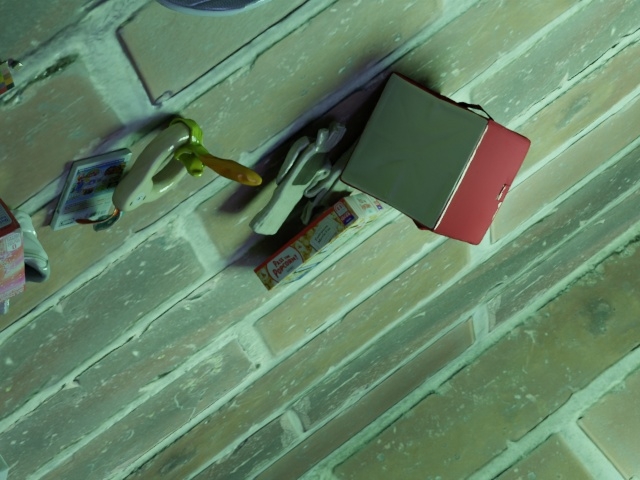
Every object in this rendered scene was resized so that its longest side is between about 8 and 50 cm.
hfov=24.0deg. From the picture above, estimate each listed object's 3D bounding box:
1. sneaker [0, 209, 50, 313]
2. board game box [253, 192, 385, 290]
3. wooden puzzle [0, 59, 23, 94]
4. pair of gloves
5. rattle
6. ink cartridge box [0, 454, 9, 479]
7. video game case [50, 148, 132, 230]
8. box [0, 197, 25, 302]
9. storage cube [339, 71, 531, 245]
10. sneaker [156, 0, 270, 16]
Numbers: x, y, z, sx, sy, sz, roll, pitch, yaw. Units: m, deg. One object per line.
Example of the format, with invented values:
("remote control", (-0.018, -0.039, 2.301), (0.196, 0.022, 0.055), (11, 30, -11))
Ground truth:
("sneaker", (-0.430, 0.050, 1.823), (0.232, 0.115, 0.090), (-28, 155, -26))
("board game box", (0.000, 0.000, 2.411), (0.193, 0.045, 0.147), (-39, 173, 18))
("wooden puzzle", (-0.363, -0.172, 1.654), (0.083, 0.006, 0.049), (-33, 157, -16))
("pair of gloves", (-0.003, -0.102, 2.294), (0.204, 0.042, 0.240), (-56, 158, 23))
("rattle", (-0.198, -0.050, 1.955), (0.200, 0.143, 0.130), (-47, -177, -15))
("ink cartridge box", (-0.576, 0.338, 2.068), (0.232, 0.168, 0.171), (-22, 153, -35))
("video game case", (-0.298, -0.065, 1.949), (0.087, 0.011, 0.122), (-18, 150, -40))
("box", (-0.491, 0.035, 1.657), (0.300, 0.154, 0.142), (-29, 155, -25))
("storage cube", (0.176, -0.120, 2.290), (0.215, 0.183, 0.193), (-62, 153, 6))
("sneaker", (-0.083, -0.306, 1.731), (0.258, 0.094, 0.091), (-12, -178, -24))
